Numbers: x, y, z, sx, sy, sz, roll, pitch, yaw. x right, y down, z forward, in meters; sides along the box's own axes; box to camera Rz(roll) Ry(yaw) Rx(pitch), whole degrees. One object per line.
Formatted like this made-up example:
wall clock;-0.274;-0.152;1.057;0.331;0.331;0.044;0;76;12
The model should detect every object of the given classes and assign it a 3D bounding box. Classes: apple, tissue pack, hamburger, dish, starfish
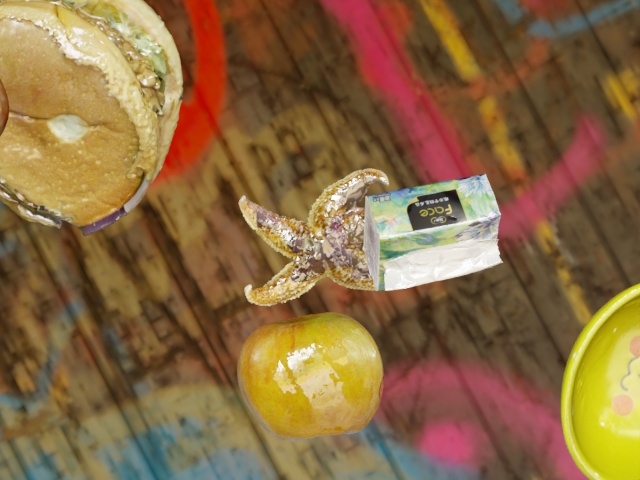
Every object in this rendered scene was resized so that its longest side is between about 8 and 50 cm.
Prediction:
apple;-0.011;0.170;1.529;0.182;0.155;0.182;-8;3;0
tissue pack;0.099;0.002;1.097;0.111;0.079;0.085;-11;-36;-7
hamburger;-0.308;-0.173;1.466;0.277;0.318;0.195;-37;17;27
dish;0.363;0.148;1.269;0.262;0.221;0.108;15;7;-8
starfish;-0.001;0.001;1.583;0.238;0.216;0.071;-45;0;-10

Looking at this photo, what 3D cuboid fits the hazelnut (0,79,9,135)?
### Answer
hazelnut;-0.391;-0.138;1.185;0.182;0.182;0.182;-28;-2;-1
